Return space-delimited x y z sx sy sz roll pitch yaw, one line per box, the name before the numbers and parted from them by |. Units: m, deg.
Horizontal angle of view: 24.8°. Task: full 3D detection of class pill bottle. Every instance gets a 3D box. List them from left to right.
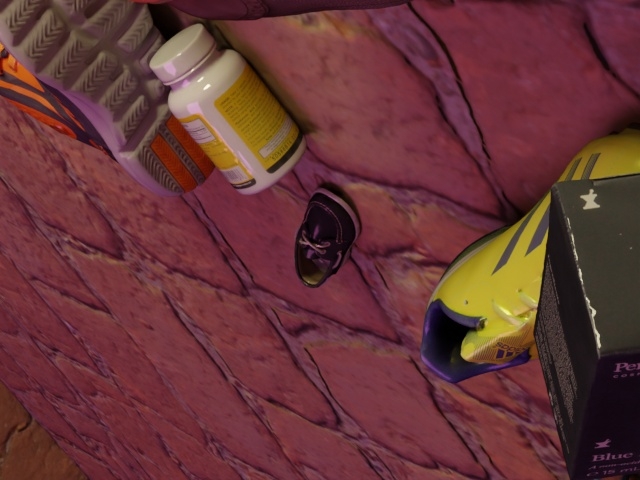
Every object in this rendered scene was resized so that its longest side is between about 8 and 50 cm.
pill bottle | -0.067 -0.094 1.030 0.116 0.065 0.065 51 157 -24

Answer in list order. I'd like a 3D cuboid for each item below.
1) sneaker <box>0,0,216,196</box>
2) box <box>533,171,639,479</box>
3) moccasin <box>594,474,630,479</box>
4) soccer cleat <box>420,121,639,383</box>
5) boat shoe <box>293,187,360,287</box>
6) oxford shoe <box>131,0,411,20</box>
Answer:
sneaker | -0.208 -0.160 1.062 0.180 0.124 0.321 22 152 39
box | 0.190 0.038 0.694 0.158 0.156 0.093 81 -179 -60
moccasin | 0.243 0.227 1.081 0.342 0.138 0.117 -18 115 50
soccer cleat | 0.136 0.024 0.830 0.093 0.121 0.289 42 159 -1
boat shoe | 0.000 0.000 1.138 0.046 0.038 0.125 38 159 10
oxford shoe | 0.031 -0.182 0.662 0.133 0.130 0.364 15 167 -33
